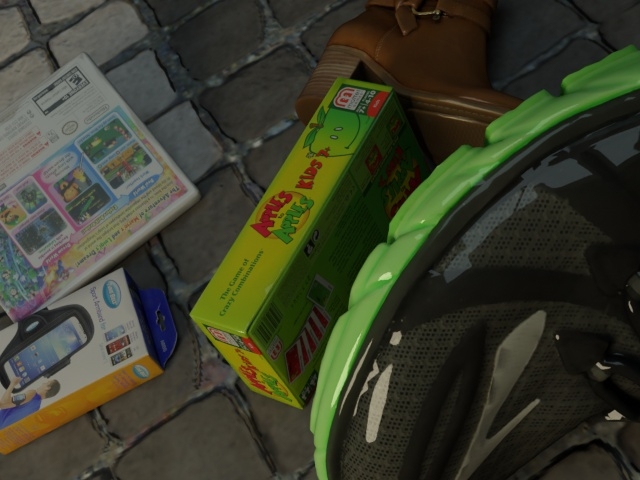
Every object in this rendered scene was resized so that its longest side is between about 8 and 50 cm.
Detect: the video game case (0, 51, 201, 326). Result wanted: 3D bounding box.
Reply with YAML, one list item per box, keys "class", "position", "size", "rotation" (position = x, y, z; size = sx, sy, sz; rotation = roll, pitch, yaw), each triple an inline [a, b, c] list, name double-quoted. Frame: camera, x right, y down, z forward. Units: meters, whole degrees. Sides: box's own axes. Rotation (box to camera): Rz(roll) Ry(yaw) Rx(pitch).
- class: "video game case"
  position: [-0.188, -0.036, 0.880]
  size: [0.157, 0.019, 0.143]
  rotation: [-38, 75, -6]

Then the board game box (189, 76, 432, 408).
- class: "board game box"
  position: [0.000, 0.000, 0.756]
  size: [0.043, 0.092, 0.181]
  rotation: [16, 63, 32]

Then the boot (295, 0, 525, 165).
- class: "boot"
  position: [0.092, -0.126, 0.825]
  size: [0.197, 0.073, 0.152]
  rotation: [17, 60, 30]

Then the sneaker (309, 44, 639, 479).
- class: "sneaker"
  position: [0.203, 0.010, 0.591]
  size: [0.483, 0.185, 0.202]
  rotation: [-35, 56, 9]

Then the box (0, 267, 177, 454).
- class: "box"
  position: [-0.162, 0.075, 0.818]
  size: [0.136, 0.028, 0.081]
  rotation: [-29, 49, 4]
